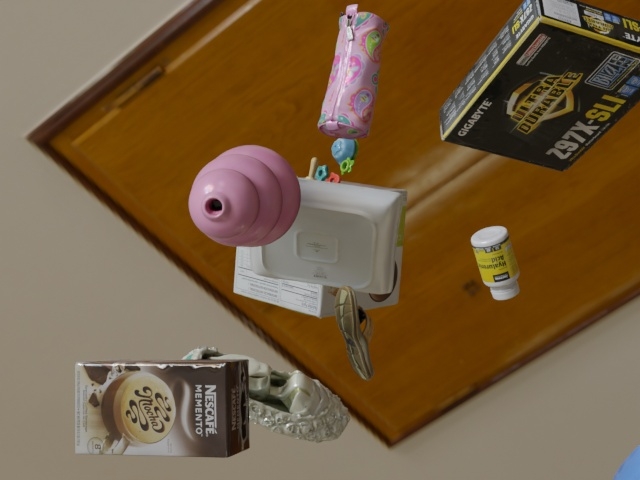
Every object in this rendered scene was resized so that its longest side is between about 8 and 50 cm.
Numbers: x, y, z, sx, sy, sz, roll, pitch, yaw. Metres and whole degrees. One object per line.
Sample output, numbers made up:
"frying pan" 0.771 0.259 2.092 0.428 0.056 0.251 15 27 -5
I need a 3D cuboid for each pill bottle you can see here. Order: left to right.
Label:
"pill bottle" 0.300 0.040 1.605 0.065 0.065 0.116 -83 -26 -68

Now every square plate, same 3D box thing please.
"square plate" 0.000 0.000 2.132 0.344 0.347 0.049 91 -170 -48

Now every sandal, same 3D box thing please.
"sandal" 0.067 0.154 1.620 0.072 0.049 0.180 24 133 61

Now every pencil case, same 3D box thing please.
"pencil case" 0.072 -0.365 2.078 0.124 0.124 0.284 26 -107 -61

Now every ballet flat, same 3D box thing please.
"ballet flat" -0.107 0.321 2.000 0.409 0.147 0.147 18 -152 -15

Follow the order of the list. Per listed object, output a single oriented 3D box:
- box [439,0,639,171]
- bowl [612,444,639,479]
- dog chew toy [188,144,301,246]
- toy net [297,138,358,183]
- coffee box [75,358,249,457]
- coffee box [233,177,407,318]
"box" 0.385 -0.254 1.578 0.257 0.322 0.079 11 -123 -19
"bowl" 0.584 0.360 1.248 0.391 0.391 0.077 46 -151 -29
"dog chew toy" -0.158 -0.079 1.826 0.206 0.207 0.332 55 -167 1
"toy net" 0.005 -0.141 2.197 0.045 0.232 0.122 17 -135 -38
"coffee box" -0.284 0.299 1.710 0.119 0.297 0.168 14 -107 -74
"coffee box" 0.001 0.008 2.618 0.338 0.338 0.334 -5 -78 -48
